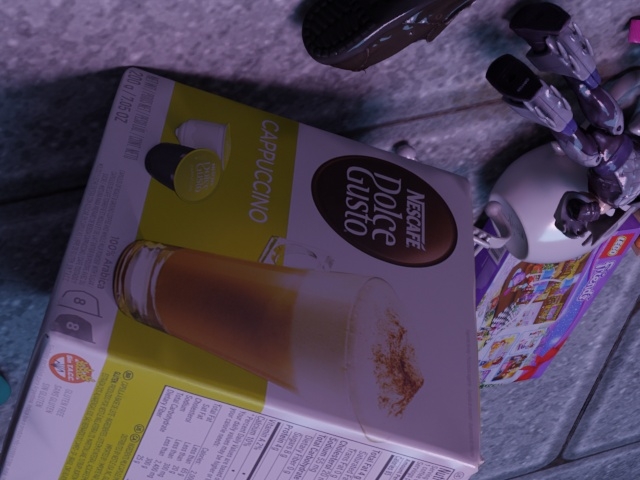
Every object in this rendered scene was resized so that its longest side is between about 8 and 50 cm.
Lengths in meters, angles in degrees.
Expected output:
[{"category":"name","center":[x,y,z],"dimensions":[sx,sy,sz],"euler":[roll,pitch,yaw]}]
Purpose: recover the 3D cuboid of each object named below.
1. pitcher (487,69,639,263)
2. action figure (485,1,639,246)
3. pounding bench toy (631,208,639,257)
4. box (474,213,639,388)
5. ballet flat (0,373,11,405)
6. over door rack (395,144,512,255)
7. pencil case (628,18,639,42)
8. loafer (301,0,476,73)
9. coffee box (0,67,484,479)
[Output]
[{"category":"pitcher","center":[0.284,-0.078,1.406],"dimensions":[0.207,0.125,0.178],"euler":[-26,127,-13]},{"category":"action figure","center":[0.270,-0.098,1.270],"dimensions":[0.285,0.099,0.185],"euler":[40,80,-36]},{"category":"pounding bench toy","center":[0.418,0.004,1.618],"dimensions":[0.052,0.083,0.065],"euler":[-40,144,24]},{"category":"box","center":[0.242,0.075,1.609],"dimensions":[0.201,0.057,0.293],"euler":[-6,140,-31]},{"category":"ballet flat","center":[-0.393,0.152,1.333],"dimensions":[0.083,0.087,0.247],"euler":[-28,147,6]},{"category":"over door rack","center":[0.000,0.000,1.357],"dimensions":[0.324,0.108,0.239],"euler":[16,132,-26]},{"category":"pencil case","center":[0.430,-0.196,1.332],"dimensions":[0.236,0.104,0.104],"euler":[7,137,-35]},{"category":"loafer","center":[0.088,-0.216,1.121],"dimensions":[0.220,0.080,0.078],"euler":[-27,157,16]},{"category":"coffee box","center":[-0.078,0.117,1.134],"dimensions":[0.334,0.338,0.338],"euler":[18,131,-10]}]
